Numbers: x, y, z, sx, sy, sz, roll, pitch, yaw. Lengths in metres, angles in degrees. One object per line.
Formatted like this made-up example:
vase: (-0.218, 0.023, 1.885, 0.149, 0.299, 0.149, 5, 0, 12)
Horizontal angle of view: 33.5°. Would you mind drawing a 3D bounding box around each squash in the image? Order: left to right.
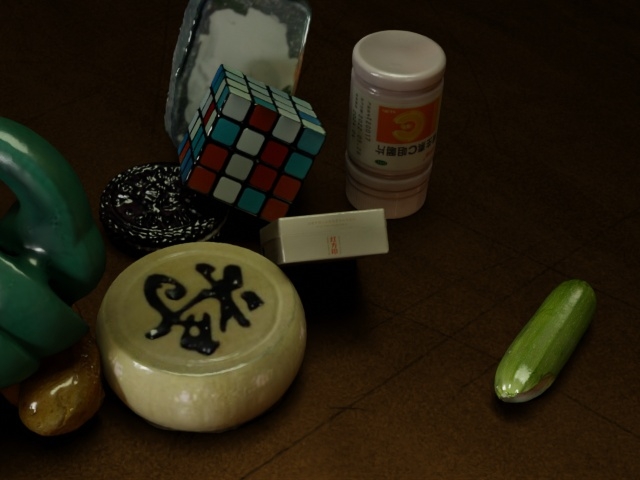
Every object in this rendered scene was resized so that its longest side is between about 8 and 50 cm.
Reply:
squash: (0.288, 0.126, 1.344, 0.069, 0.069, 0.239, 25, 45, 24)

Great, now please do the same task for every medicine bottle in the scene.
medicine bottle: (0.103, -0.164, 1.529, 0.133, 0.250, 0.133, 3, 41, -2)

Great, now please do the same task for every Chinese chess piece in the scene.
Chinese chess piece: (-0.145, 0.114, 1.303, 0.257, 0.104, 0.257, 1, 40, -1)

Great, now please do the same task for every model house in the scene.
model house: (-0.158, -0.291, 1.677, 0.190, 0.271, 0.301, 6, 22, -20)

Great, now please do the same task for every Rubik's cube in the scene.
Rubik's cube: (-0.100, -0.137, 1.500, 0.155, 0.151, 0.154, 21, 18, -19)

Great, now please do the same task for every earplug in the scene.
earplug: (-0.344, 0.030, 1.142, 0.164, 0.257, 0.280, 26, 81, 36)

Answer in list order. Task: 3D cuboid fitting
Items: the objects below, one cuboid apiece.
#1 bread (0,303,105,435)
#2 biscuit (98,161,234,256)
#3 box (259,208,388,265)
bread: (-0.357, 0.107, 1.308, 0.124, 0.084, 0.344, -26, 46, -15)
biscuit: (-0.220, -0.046, 1.520, 0.194, 0.053, 0.194, 1, 41, -1)
box: (0.000, 0.000, 1.388, 0.141, 0.058, 0.201, -6, -2, -9)
